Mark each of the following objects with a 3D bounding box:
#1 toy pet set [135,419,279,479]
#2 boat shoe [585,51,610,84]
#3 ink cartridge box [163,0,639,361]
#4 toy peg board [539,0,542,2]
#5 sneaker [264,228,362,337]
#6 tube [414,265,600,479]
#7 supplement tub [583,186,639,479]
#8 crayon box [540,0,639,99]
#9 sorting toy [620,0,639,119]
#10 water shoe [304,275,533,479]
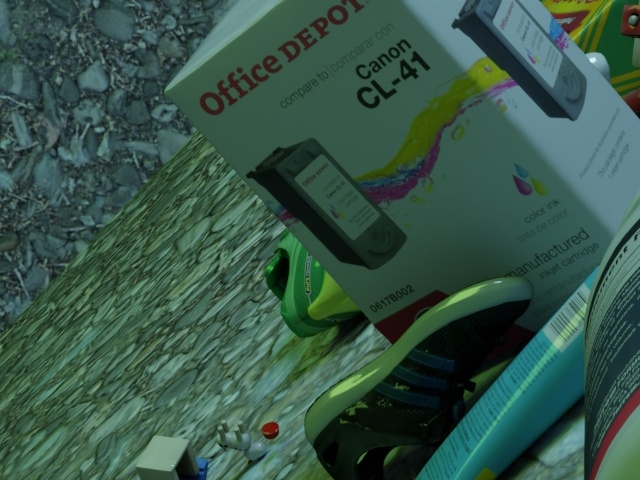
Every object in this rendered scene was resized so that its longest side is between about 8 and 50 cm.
[{"bbox_3d":[-0.097,0.210,1.620,0.114,0.065,0.122,5,41,25],"label":"toy pet set"},{"bbox_3d":[0.194,-0.085,1.522,0.076,0.083,0.226,-20,-11,0],"label":"boat shoe"},{"bbox_3d":[0.076,-0.073,1.384,0.226,0.306,0.131,-33,17,42],"label":"ink cartridge box"},{"bbox_3d":[0.191,-0.201,1.977,0.161,0.079,0.161,-36,14,29],"label":"toy peg board"},{"bbox_3d":[0.000,0.000,1.839,0.123,0.109,0.295,-36,14,14],"label":"sneaker"},{"bbox_3d":[0.126,0.107,1.246,0.207,0.052,0.080,-47,7,9],"label":"tube"},{"bbox_3d":[0.202,0.070,0.788,0.191,0.191,0.272,-39,13,21],"label":"supplement tub"},{"bbox_3d":[0.216,-0.152,1.733,0.318,0.081,0.202,-45,13,-3],"label":"crayon box"},{"bbox_3d":[0.289,-0.203,1.456,0.132,0.046,0.274,8,92,44],"label":"sorting toy"},{"bbox_3d":[0.081,0.103,1.347,0.203,0.080,0.073,-40,-22,26],"label":"water shoe"}]
